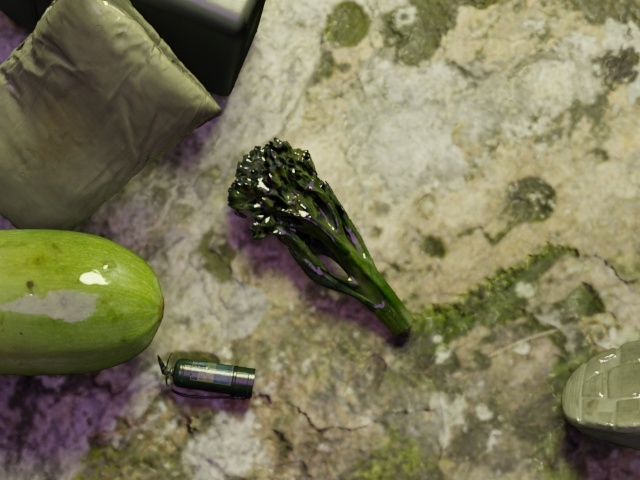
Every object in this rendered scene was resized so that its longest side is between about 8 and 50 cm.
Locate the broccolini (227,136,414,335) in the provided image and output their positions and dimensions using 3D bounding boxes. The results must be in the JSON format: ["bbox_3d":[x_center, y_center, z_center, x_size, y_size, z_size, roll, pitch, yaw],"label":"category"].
[{"bbox_3d":[0.009,-0.004,0.916,0.202,0.068,0.091,40,62,1],"label":"broccolini"}]

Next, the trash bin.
[{"bbox_3d":[-0.163,-0.215,0.878,0.236,0.177,0.101,22,73,-4],"label":"trash bin"}]

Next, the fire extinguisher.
[{"bbox_3d":[-0.097,0.117,0.911,0.083,0.025,0.038,9,104,-3],"label":"fire extinguisher"}]

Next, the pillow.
[{"bbox_3d":[-0.200,-0.093,0.851,0.229,0.050,0.148,-34,105,32],"label":"pillow"}]

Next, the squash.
[{"bbox_3d":[-0.310,0.047,0.864,0.370,0.118,0.118,0,82,1],"label":"squash"}]

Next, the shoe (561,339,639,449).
[{"bbox_3d":[0.320,0.158,0.911,0.227,0.125,0.099,3,44,19],"label":"shoe"}]
